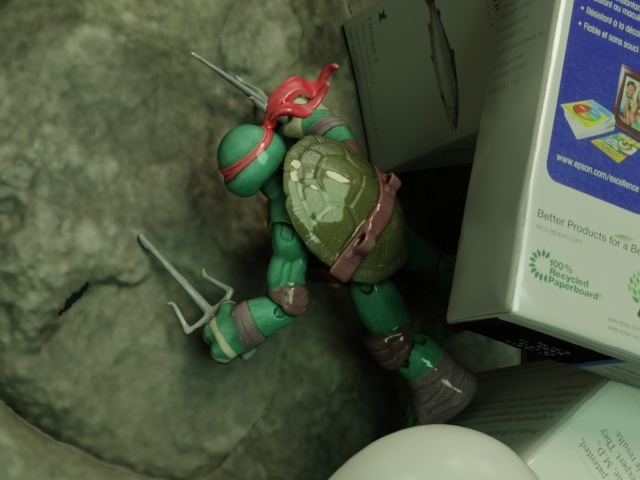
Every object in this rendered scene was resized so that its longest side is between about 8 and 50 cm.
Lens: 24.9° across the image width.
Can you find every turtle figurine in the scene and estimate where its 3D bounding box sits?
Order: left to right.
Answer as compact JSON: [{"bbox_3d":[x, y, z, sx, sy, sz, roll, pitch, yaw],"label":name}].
[{"bbox_3d":[0.000,0.000,0.828,0.234,0.118,0.175,40,65,-20],"label":"turtle figurine"}]

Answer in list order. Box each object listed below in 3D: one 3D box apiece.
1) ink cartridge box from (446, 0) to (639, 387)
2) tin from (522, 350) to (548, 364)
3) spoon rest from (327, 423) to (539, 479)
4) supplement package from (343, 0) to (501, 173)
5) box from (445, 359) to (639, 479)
[{"bbox_3d":[0.173,-0.094,0.757,0.165,0.065,0.333,20,74,-24],"label":"ink cartridge box"},{"bbox_3d":[0.216,0.104,0.966,0.189,0.040,0.106,37,70,-17],"label":"tin"},{"bbox_3d":[0.000,0.192,0.672,0.276,0.084,0.137,-32,98,-21],"label":"spoon rest"},{"bbox_3d":[0.107,-0.110,0.864,0.105,0.179,0.105,-7,84,-29],"label":"supplement package"},{"bbox_3d":[0.145,0.170,0.831,0.119,0.181,0.182,-35,97,-28],"label":"box"}]
